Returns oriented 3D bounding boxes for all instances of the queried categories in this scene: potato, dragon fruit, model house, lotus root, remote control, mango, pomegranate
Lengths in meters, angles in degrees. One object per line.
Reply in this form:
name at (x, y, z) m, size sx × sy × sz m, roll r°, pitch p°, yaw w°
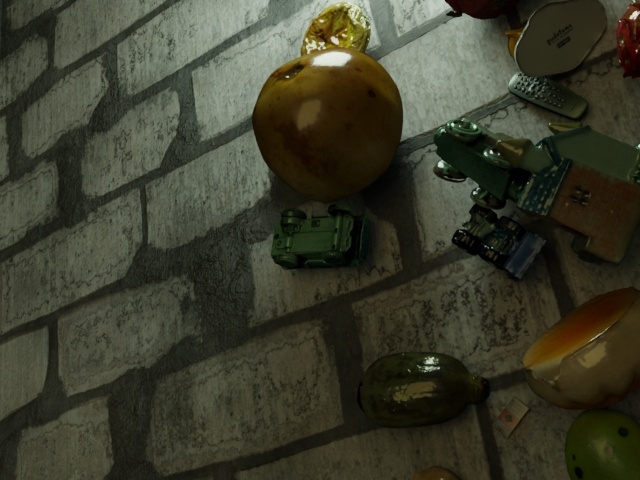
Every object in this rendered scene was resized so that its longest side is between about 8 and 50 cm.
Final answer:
potato at (0.272, 0.567, 1.740) m, size 0.118 × 0.109 × 0.178 m, roll -45°, pitch 56°, yaw -14°
dragon fruit at (0.421, -0.676, 2.019) m, size 0.298 × 0.244 × 0.245 m, roll 17°, pitch 83°, yaw 22°
dragon fruit at (0.767, -0.434, 1.716) m, size 0.268 × 0.210 × 0.205 m, roll 13°, pitch 121°, yaw 40°
model house at (0.510, -0.133, 1.685) m, size 0.324 × 0.194 × 0.267 m, roll 25°, pitch 90°, yaw 1°
lotus root at (0.230, 0.338, 1.835) m, size 0.309 × 0.173 × 0.173 m, roll -11°, pitch 66°, yaw 23°
remote control at (0.546, -0.349, 1.931) m, size 0.222 × 0.042 × 0.072 m, roll 39°, pitch 95°, yaw 39°
mango at (0.576, 0.466, 1.550) m, size 0.175 × 0.143 × 0.293 m, roll -23°, pitch 70°, yaw 28°
pomegranate at (0.019, -0.288, 2.077) m, size 0.416 × 0.416 × 0.417 m, roll -13°, pitch 66°, yaw 31°

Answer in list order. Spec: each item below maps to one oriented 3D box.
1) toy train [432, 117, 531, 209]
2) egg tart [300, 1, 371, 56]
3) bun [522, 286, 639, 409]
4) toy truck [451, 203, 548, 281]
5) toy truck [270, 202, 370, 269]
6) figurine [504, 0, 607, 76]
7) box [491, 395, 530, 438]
toy train at (0.408, -0.185, 1.860) m, size 0.304 × 0.221 × 0.150 m, roll 45°, pitch 134°, yaw 42°
egg tart at (0.052, -0.570, 2.320) m, size 0.241 × 0.106 × 0.241 m, roll -12°, pitch 68°, yaw 33°
bun at (0.554, 0.235, 1.586) m, size 0.299 × 0.299 × 0.165 m, roll -38°, pitch 88°, yaw 18°
toy truck at (0.415, 0.012, 1.835) m, size 0.208 × 0.126 × 0.113 m, roll 34°, pitch 88°, yaw 38°
toy truck at (0.000, 0.000, 2.110) m, size 0.278 × 0.156 × 0.155 m, roll -4°, pitch 71°, yaw 33°
figurine at (0.557, -0.493, 1.958) m, size 0.249 × 0.167 × 0.141 m, roll -26°, pitch 13°, yaw -5°
box at (0.418, 0.388, 1.764) m, size 0.046 × 0.012 × 0.083 m, roll 39°, pitch 96°, yaw 37°
